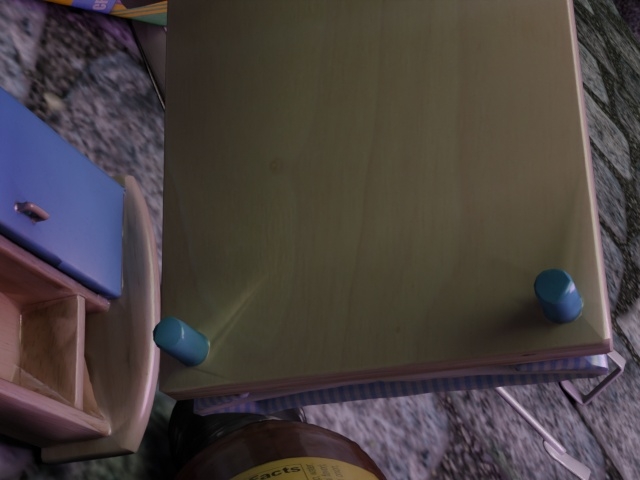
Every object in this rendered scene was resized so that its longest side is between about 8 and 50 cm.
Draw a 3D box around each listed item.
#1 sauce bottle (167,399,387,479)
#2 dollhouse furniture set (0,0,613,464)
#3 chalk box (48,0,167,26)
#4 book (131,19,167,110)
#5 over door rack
[{"bbox_3d":[-0.006,0.139,0.446,0.111,0.111,0.344,46,1,-17],"label":"sauce bottle"},{"bbox_3d":[-0.012,0.027,0.416,0.198,0.303,0.286,45,38,-63],"label":"dollhouse furniture set"},{"bbox_3d":[-0.150,-0.233,0.715,0.213,0.132,0.132,5,55,-43],"label":"chalk box"},{"bbox_3d":[-0.064,-0.112,0.845,0.144,0.035,0.096,10,47,-55],"label":"book"},{"bbox_3d":[0.145,0.026,0.946,0.324,0.108,0.239,54,27,-2],"label":"over door rack"}]
